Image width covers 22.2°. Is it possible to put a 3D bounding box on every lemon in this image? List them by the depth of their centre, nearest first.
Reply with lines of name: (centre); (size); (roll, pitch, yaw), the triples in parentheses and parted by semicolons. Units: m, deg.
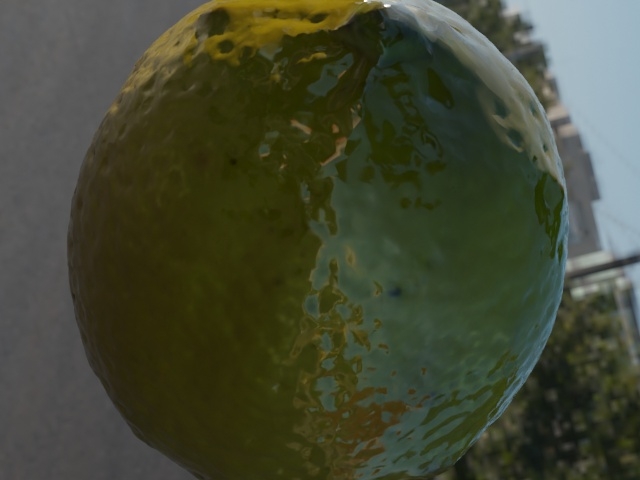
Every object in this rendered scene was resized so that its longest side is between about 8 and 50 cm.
lemon: (0.000, 0.002, 1.018); (0.336, 0.336, 0.336); (-14, 90, -88)
